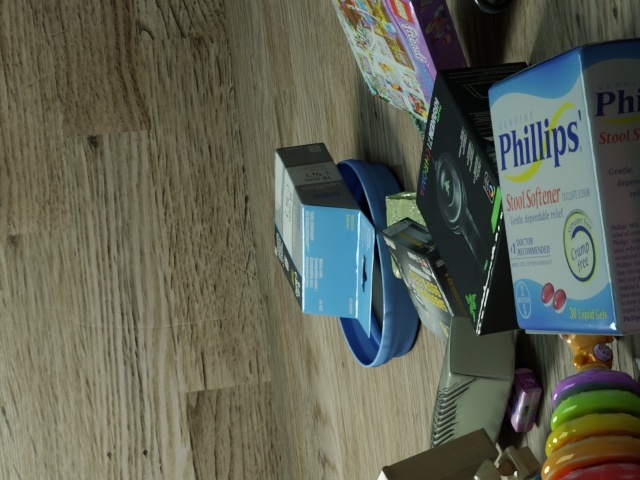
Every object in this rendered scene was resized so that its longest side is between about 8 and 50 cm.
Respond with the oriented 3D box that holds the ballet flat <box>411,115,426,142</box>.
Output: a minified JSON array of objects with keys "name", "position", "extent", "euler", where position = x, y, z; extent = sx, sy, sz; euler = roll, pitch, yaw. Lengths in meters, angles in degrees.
[{"name":"ballet flat","position":[0.190,-0.163,2.076],"extent":[0.070,0.070,0.188],"euler":[108,150,-60]}]

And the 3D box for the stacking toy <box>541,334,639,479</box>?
[{"name":"stacking toy","position":[0.326,0.213,1.558],"extent":[0.166,0.175,0.302],"euler":[104,169,-55]}]

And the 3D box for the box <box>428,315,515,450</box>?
[{"name":"box","position":[0.220,0.237,1.973],"extent":[0.275,0.094,0.113],"euler":[94,-177,-47]}]

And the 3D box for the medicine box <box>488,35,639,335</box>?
[{"name":"medicine box","position":[0.307,-0.052,1.434],"extent":[0.263,0.149,0.289],"euler":[167,95,-76]}]

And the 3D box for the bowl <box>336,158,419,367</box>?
[{"name":"bowl","position":[0.096,0.040,2.507],"extent":[0.391,0.077,0.391],"euler":[173,90,-76]}]

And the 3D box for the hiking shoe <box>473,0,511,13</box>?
[{"name":"hiking shoe","position":[0.238,-0.367,1.689],"extent":[0.227,0.086,0.114],"euler":[98,163,-46]}]

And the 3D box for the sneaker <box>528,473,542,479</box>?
[{"name":"sneaker","position":[0.304,0.399,1.887],"extent":[0.078,0.067,0.188],"euler":[41,139,39]}]

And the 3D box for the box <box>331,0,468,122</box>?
[{"name":"box","position":[0.115,-0.285,1.903],"extent":[0.201,0.057,0.293],"euler":[35,162,38]}]

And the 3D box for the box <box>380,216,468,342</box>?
[{"name":"box","position":[0.183,0.071,2.078],"extent":[0.183,0.056,0.231],"euler":[65,171,-17]}]

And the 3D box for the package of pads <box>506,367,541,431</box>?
[{"name":"package of pads","position":[0.287,0.227,1.903],"extent":[0.050,0.032,0.083],"euler":[-112,21,-48]}]

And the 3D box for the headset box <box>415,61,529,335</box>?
[{"name":"headset box","position":[0.239,-0.049,1.750],"extent":[0.246,0.131,0.283],"euler":[96,161,-45]}]

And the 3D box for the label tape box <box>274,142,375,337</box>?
[{"name":"label tape box","position":[0.000,0.000,2.494],"extent":[0.334,0.106,0.240],"euler":[-117,24,-56]}]

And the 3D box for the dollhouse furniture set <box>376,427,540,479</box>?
[{"name":"dollhouse furniture set","position":[0.221,0.458,1.808],"extent":[0.355,0.174,0.303],"euler":[60,154,28]}]

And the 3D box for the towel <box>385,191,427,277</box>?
[{"name":"towel","position":[0.156,-0.010,2.270],"extent":[0.110,0.027,0.148],"euler":[-3,95,52]}]

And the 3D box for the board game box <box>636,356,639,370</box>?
[{"name":"board game box","position":[0.396,0.181,1.373],"extent":[0.194,0.060,0.194],"euler":[-157,61,-76]}]
